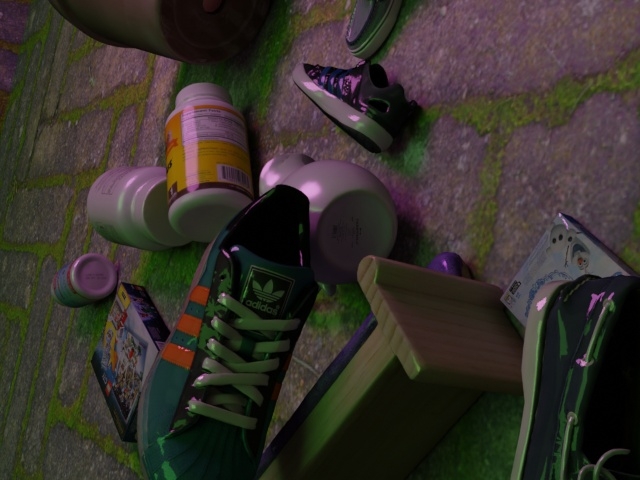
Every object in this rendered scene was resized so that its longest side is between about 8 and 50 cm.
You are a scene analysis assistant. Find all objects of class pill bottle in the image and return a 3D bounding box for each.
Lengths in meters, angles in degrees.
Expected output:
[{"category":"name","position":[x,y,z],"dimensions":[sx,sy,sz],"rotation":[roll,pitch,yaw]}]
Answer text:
[{"category":"pill bottle","position":[-0.156,-0.113,1.146],"dimensions":[0.117,0.117,0.215],"rotation":[-42,45,41]},{"category":"pill bottle","position":[-0.268,-0.050,1.279],"dimensions":[0.229,0.131,0.131],"rotation":[8,85,58]},{"category":"pill bottle","position":[-0.451,0.080,1.548],"dimensions":[0.160,0.087,0.087],"rotation":[-21,61,52]}]

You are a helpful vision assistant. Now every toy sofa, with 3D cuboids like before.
[{"category":"toy sofa","position":[0.016,0.171,0.744],"dimensions":[0.362,0.150,0.177],"rotation":[-56,39,28]}]

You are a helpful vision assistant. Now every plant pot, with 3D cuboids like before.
[{"category":"plant pot","position":[-0.228,-0.409,1.237],"dimensions":[0.280,0.323,0.323],"rotation":[41,113,37]}]

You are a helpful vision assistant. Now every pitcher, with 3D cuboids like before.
[{"category":"pitcher","position":[0.000,0.000,0.881],"dimensions":[0.207,0.125,0.177],"rotation":[-154,61,-68]}]

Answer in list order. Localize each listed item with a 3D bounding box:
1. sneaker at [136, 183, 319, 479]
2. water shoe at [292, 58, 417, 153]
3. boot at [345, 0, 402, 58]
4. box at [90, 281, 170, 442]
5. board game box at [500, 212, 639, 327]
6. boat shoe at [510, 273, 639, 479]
[{"category":"sneaker","position":[-0.069,0.075,0.677],"dimensions":[0.121,0.108,0.302],"rotation":[-53,22,45]},{"category":"water shoe","position":[0.040,-0.166,0.931],"dimensions":[0.080,0.073,0.203],"rotation":[-46,42,4]},{"category":"boot","position":[0.054,-0.306,0.928],"dimensions":[0.069,0.086,0.190],"rotation":[45,116,53]},{"category":"box","position":[-0.298,0.189,1.313],"dimensions":[0.233,0.044,0.159],"rotation":[43,114,54]},{"category":"board game box","position":[0.193,0.039,0.644],"dimensions":[0.090,0.020,0.090],"rotation":[-61,35,22]},{"category":"boat shoe","position":[0.186,0.149,0.544],"dimensions":[0.079,0.095,0.254],"rotation":[-14,65,59]}]
